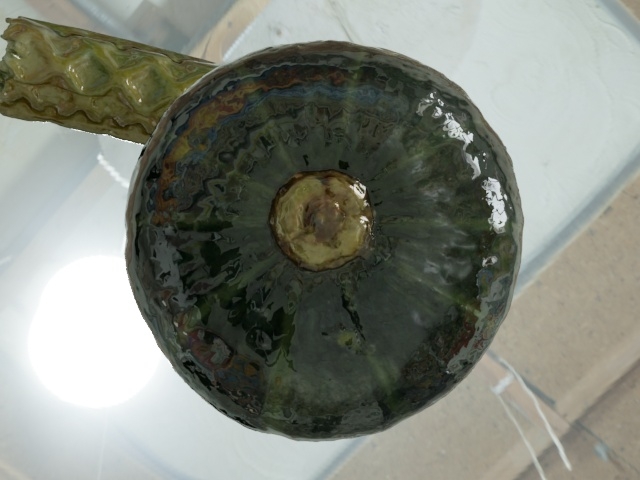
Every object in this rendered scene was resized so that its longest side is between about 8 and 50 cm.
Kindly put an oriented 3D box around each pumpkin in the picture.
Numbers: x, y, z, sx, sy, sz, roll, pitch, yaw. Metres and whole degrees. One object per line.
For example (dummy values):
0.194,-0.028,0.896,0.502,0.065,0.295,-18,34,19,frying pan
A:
-0.001,-0.001,0.432,0.167,0.125,0.167,1,-93,-12,pumpkin

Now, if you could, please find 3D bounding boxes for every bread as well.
-0.151,-0.129,0.915,0.270,0.087,0.098,11,-31,-14,bread
